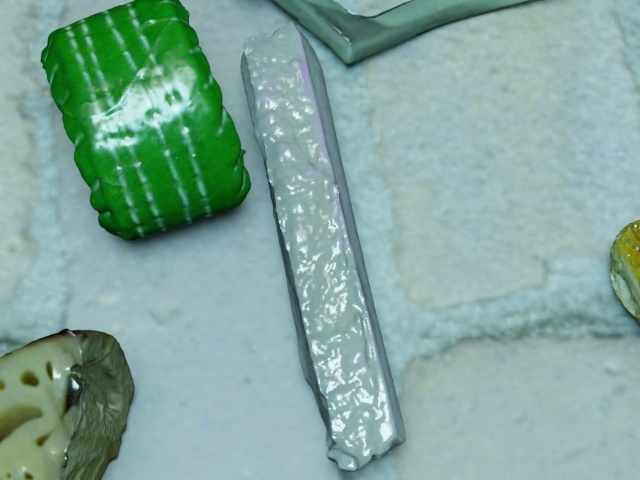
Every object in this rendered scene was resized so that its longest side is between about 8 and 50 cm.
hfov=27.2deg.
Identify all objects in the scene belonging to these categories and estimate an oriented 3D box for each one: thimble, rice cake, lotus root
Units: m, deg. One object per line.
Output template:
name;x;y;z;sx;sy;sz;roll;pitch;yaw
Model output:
thimble;-0.098;-0.071;0.741;0.090;0.118;0.130;-21;44;-5
rice cake;-0.001;0.000;0.747;0.049;0.055;0.270;-11;68;-5
lotus root;-0.157;0.111;0.662;0.095;0.135;0.159;22;83;8

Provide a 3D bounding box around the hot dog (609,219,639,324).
hot dog;0.303;-0.024;0.757;0.289;0.068;0.083;-21;64;-8

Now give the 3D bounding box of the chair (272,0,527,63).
chair;0.022;-0.239;0.766;0.190;0.203;0.274;-34;68;-25
